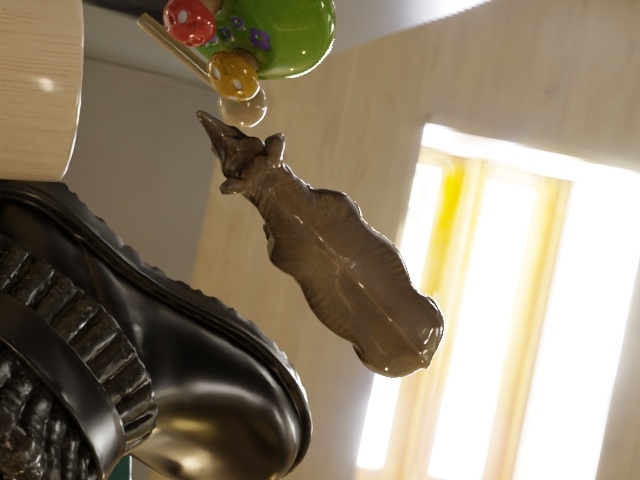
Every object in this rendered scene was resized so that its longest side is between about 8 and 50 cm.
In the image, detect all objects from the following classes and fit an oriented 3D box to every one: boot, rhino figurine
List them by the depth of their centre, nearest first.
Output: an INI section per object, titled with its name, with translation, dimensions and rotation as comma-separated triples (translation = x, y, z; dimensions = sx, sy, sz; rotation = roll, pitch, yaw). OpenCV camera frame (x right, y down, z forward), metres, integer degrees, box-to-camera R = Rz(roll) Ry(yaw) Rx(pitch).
[boot]
translation = -0.132, 0.129, 0.693
dimensions = 0.348, 0.131, 0.260
rotation = 40, -159, -28
[rhino figurine]
translation = 0.000, 0.000, 0.747
dimensions = 0.243, 0.073, 0.106
rotation = 49, -178, -18

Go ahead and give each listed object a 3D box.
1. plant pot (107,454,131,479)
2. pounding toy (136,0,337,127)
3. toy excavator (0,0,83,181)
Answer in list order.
[plant pot]
translation = -0.353, 0.254, 1.238
dimensions = 0.195, 0.290, 0.290
rotation = -5, 178, 8
[pounding toy]
translation = -0.100, -0.191, 1.065
dimensions = 0.183, 0.110, 0.237
rotation = 37, 147, -9
[toy excavator]
translation = -0.282, 0.013, 0.826
dimensions = 0.222, 0.445, 0.433
rotation = 3, -167, -23
